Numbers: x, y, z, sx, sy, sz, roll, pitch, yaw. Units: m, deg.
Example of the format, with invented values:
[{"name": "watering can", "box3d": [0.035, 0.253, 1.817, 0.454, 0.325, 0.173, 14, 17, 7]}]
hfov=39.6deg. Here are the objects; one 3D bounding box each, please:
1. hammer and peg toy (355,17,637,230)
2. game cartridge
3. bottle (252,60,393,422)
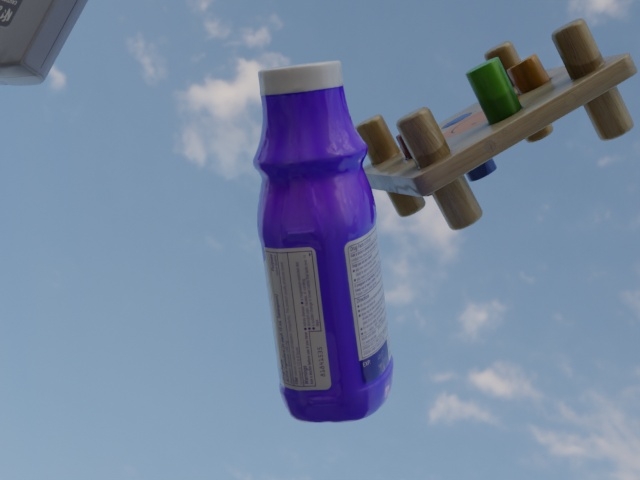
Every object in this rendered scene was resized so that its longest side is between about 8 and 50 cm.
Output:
[{"name": "hammer and peg toy", "box3d": [0.127, -0.099, 0.963, 0.361, 0.266, 0.127, -30, -80, -6]}, {"name": "game cartridge", "box3d": [-0.382, -0.283, 1.015, 0.294, 0.196, 0.060, 24, -10, 32]}, {"name": "bottle", "box3d": [0.000, 0.000, 0.721, 0.092, 0.118, 0.283, -4, -77, 14]}]
